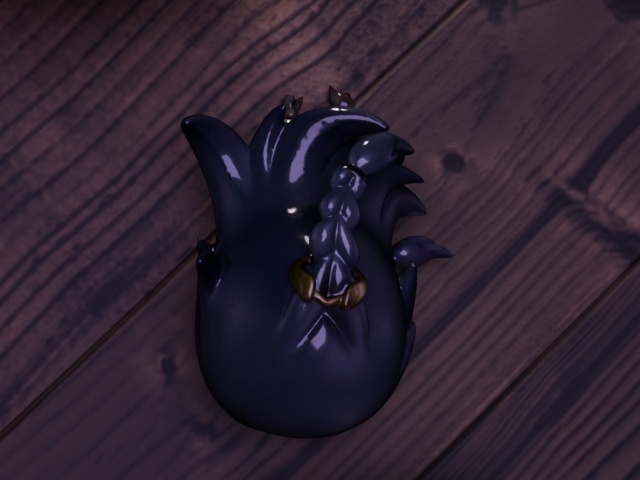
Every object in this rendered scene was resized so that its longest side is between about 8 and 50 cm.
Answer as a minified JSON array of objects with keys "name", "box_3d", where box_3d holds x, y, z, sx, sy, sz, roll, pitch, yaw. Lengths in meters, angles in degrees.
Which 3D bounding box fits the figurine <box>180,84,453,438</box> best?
[{"name":"figurine","box_3d":[-0.009,0.012,1.127,0.175,0.197,0.265,-6,90,17]}]
